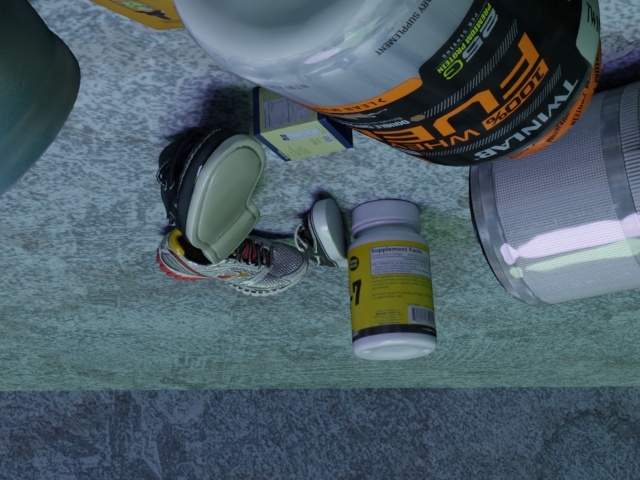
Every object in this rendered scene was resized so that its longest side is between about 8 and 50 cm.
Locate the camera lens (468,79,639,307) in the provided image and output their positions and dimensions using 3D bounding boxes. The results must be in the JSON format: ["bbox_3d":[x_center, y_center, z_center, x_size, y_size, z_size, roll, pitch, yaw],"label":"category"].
[{"bbox_3d":[0.317,-0.052,1.086,0.274,0.219,0.219,-15,157,32],"label":"camera lens"}]

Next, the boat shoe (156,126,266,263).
[{"bbox_3d":[-0.140,-0.068,1.168,0.113,0.127,0.340,42,172,8],"label":"boat shoe"}]

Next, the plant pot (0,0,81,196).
[{"bbox_3d":[-0.358,-0.137,0.739,0.293,0.293,0.196,-10,132,21],"label":"plant pot"}]

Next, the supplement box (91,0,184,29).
[{"bbox_3d":[-0.140,-0.211,0.701,0.078,0.080,0.233,5,177,22],"label":"supplement box"}]

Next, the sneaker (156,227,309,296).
[{"bbox_3d":[-0.127,0.027,1.465,0.225,0.088,0.092,5,157,-13],"label":"sneaker"}]

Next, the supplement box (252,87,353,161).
[{"bbox_3d":[-0.019,-0.131,1.068,0.083,0.056,0.083,-10,160,21],"label":"supplement box"}]

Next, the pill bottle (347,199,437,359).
[{"bbox_3d":[0.098,0.056,1.394,0.119,0.208,0.119,-2,161,-1],"label":"pill bottle"}]

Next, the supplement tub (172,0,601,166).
[{"bbox_3d":[0.070,-0.171,0.706,0.207,0.207,0.338,-14,164,32],"label":"supplement tub"}]

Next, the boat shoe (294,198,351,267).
[{"bbox_3d":[0.000,0.000,1.422,0.070,0.077,0.219,-6,162,7],"label":"boat shoe"}]
